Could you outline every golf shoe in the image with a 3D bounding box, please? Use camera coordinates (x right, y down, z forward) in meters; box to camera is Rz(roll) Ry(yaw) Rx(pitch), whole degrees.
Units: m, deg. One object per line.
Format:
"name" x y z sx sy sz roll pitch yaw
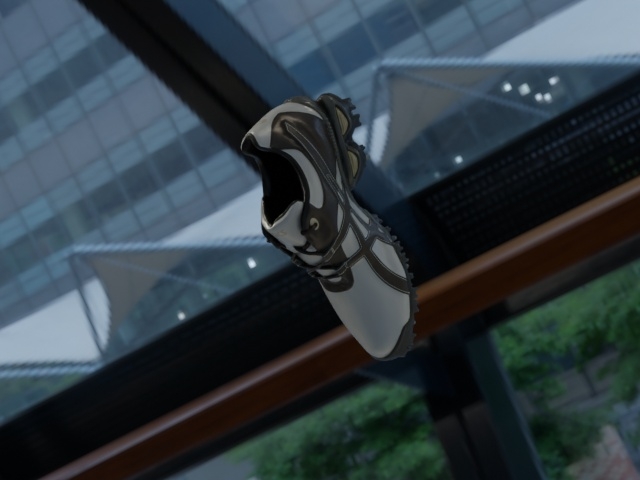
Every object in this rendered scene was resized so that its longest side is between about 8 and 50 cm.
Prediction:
"golf shoe" 0.000 0.000 0.841 0.094 0.198 0.077 -26 7 -41
